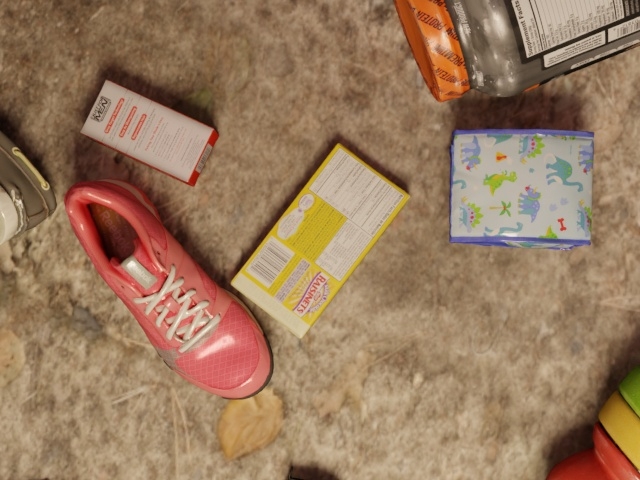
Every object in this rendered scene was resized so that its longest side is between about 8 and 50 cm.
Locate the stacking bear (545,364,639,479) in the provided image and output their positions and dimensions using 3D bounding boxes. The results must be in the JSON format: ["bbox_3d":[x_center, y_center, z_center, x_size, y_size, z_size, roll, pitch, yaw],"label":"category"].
[{"bbox_3d":[0.358,0.217,1.088,0.289,0.175,0.164,-43,58,9],"label":"stacking bear"}]

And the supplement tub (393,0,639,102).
[{"bbox_3d":[0.255,-0.284,1.115,0.338,0.207,0.207,-21,83,2],"label":"supplement tub"}]

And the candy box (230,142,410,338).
[{"bbox_3d":[0.000,0.000,1.197,0.105,0.027,0.206,38,89,4],"label":"candy box"}]

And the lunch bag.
[{"bbox_3d":[0.217,-0.056,1.152,0.151,0.096,0.128,2,85,-5],"label":"lunch bag"}]

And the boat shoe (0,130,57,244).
[{"bbox_3d":[-0.430,-0.121,1.211,0.305,0.091,0.109,46,131,11],"label":"boat shoe"}]

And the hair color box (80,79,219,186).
[{"bbox_3d":[-0.198,-0.124,1.216,0.141,0.043,0.072,26,87,5],"label":"hair color box"}]

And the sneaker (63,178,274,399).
[{"bbox_3d":[-0.180,0.057,1.150,0.116,0.136,0.314,-43,83,0],"label":"sneaker"}]

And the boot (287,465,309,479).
[{"bbox_3d":[0.034,0.340,1.141,0.198,0.077,0.137,16,81,5],"label":"boot"}]
